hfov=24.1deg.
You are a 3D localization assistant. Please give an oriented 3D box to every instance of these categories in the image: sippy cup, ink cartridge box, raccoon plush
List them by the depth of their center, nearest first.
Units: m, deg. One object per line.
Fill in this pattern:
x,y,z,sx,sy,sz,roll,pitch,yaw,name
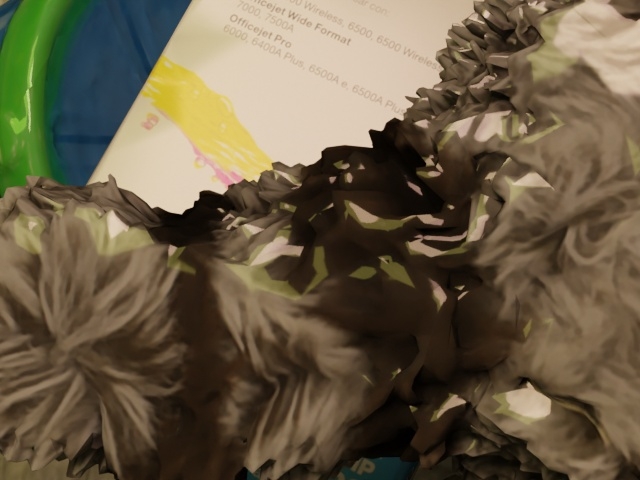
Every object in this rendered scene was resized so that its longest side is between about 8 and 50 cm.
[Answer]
0.112,-0.010,0.528,0.447,0.299,0.216,9,91,17,raccoon plush
0.000,0.000,0.661,0.168,0.171,0.232,27,82,8,ink cartridge box
-0.144,-0.046,0.870,0.224,0.240,0.305,-6,24,42,sippy cup

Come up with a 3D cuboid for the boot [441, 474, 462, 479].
0.132,0.165,0.474,0.377,0.284,0.138,8,99,31,boot
